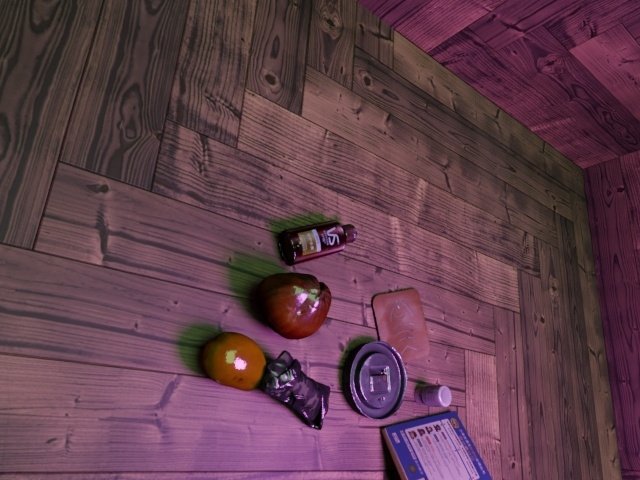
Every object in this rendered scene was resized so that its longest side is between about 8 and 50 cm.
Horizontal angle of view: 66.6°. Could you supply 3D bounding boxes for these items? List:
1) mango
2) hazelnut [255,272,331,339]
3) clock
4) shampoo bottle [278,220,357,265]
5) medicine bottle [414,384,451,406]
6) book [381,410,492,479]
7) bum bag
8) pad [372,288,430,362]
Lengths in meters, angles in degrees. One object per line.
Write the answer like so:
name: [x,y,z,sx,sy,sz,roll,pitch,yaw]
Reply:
mango: [-0.241,0.350,1.418,0.221,0.120,0.152,31,66,-38]
hazelnut: [-0.082,0.196,1.540,0.251,0.217,0.217,31,59,-30]
clock: [0.199,0.506,1.772,0.280,0.055,0.281,10,72,-35]
shampoo bottle: [0.000,0.000,1.748,0.323,0.084,0.129,-12,87,-42]
medicine bottle: [0.436,0.606,1.900,0.080,0.130,0.080,14,68,-36]
book: [0.441,0.807,1.820,0.427,0.039,0.300,6,45,-38]
bum bag: [-0.067,0.468,1.530,0.340,0.095,0.144,49,47,-36]
pad: [0.329,0.344,1.963,0.286,0.018,0.284,-4,80,-41]
